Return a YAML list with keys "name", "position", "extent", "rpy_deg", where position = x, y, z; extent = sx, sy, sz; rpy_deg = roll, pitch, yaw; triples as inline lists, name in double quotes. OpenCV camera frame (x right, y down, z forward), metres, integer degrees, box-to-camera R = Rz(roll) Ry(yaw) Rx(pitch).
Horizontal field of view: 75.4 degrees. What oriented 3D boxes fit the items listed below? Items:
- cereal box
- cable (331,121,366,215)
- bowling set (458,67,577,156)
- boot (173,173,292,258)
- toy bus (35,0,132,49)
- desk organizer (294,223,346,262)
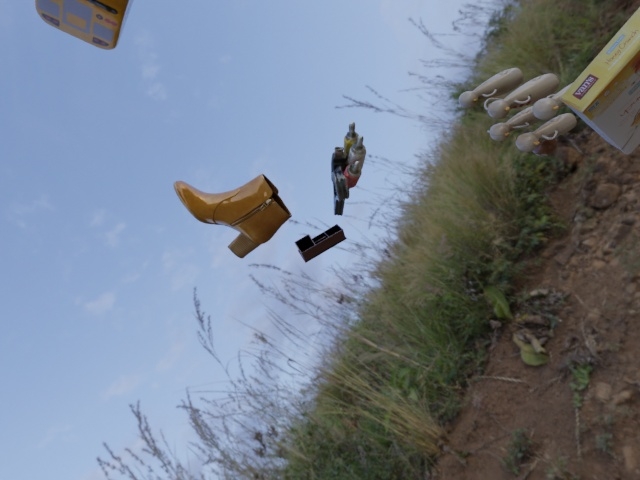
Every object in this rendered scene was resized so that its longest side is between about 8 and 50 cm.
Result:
- name: "cereal box"
  position: [0.477, -0.235, 0.611]
  extent: [0.240, 0.047, 0.173]
  rpy_deg: [8, -53, -40]
- name: "cable"
  position: [0.061, -0.113, 0.904]
  extent: [0.287, 0.072, 0.140]
  rpy_deg: [82, -173, -64]
- name: "bowling set"
  position: [0.445, -0.247, 0.894]
  extent: [0.154, 0.287, 0.200]
  rpy_deg: [-27, -64, -1]
- name: "boot"
  position: [-0.234, -0.115, 1.132]
  extent: [0.211, 0.295, 0.104]
  rpy_deg: [-43, 4, 14]
- name: "toy bus"
  position: [-0.293, -0.457, 0.591]
  extent: [0.108, 0.130, 0.333]
  rpy_deg: [17, -111, -28]
- name: "desk organizer"
  position: [0.000, 0.000, 1.104]
  extent: [0.130, 0.047, 0.050]
  rpy_deg: [-30, -32, -5]
